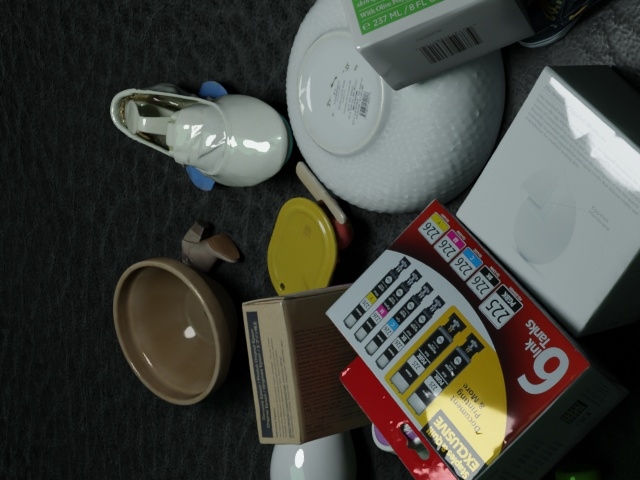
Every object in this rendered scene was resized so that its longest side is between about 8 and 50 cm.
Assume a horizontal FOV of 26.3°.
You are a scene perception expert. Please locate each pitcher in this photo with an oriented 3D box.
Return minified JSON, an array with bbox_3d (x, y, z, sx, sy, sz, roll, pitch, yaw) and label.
[{"bbox_3d":[-0.019,0.297,2.006,0.178,0.125,0.207,178,96,-65],"label":"pitcher"}]

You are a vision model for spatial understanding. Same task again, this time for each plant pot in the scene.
[{"bbox_3d":[-0.207,0.130,2.148,0.237,0.109,0.237,18,117,38],"label":"plant pot"}]

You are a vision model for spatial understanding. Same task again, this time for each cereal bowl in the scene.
[{"bbox_3d":[0.071,-0.199,1.815,0.339,0.141,0.339,8,101,45],"label":"cereal bowl"}]

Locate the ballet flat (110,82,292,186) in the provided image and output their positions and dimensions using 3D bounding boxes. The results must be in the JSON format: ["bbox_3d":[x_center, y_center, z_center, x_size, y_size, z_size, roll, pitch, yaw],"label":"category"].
[{"bbox_3d":[-0.195,-0.160,2.027,0.400,0.139,0.139,22,112,54],"label":"ballet flat"}]

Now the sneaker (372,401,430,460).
[{"bbox_3d":[0.223,0.212,1.761,0.305,0.152,0.114,-21,50,25],"label":"sneaker"}]

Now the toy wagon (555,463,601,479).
[{"bbox_3d":[0.268,0.417,1.763,0.344,0.068,0.267,-5,92,46],"label":"toy wagon"}]

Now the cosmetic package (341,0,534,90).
[{"bbox_3d":[0.105,-0.393,1.660,0.197,0.155,0.366,-22,70,15],"label":"cosmetic package"}]

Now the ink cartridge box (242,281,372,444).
[{"bbox_3d":[0.014,0.160,1.856,0.088,0.234,0.193,-8,90,45],"label":"ink cartridge box"}]

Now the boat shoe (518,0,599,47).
[{"bbox_3d":[0.282,-0.291,1.630,0.183,0.083,0.065,-35,71,42],"label":"boat shoe"}]

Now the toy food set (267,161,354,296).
[{"bbox_3d":[0.000,0.000,1.956,0.128,0.071,0.218,46,134,30],"label":"toy food set"}]

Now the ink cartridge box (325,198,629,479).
[{"bbox_3d":[0.159,0.157,1.647,0.272,0.130,0.309,-47,52,9],"label":"ink cartridge box"}]

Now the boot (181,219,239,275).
[{"bbox_3d":[-0.176,0.026,2.169,0.118,0.042,0.087,44,131,33],"label":"boot"}]

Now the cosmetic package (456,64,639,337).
[{"bbox_3d":[0.317,-0.050,1.592,0.224,0.138,0.225,49,128,29],"label":"cosmetic package"}]

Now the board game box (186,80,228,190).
[{"bbox_3d":[-0.162,-0.163,2.125,0.133,0.033,0.169,59,134,38],"label":"board game box"}]
